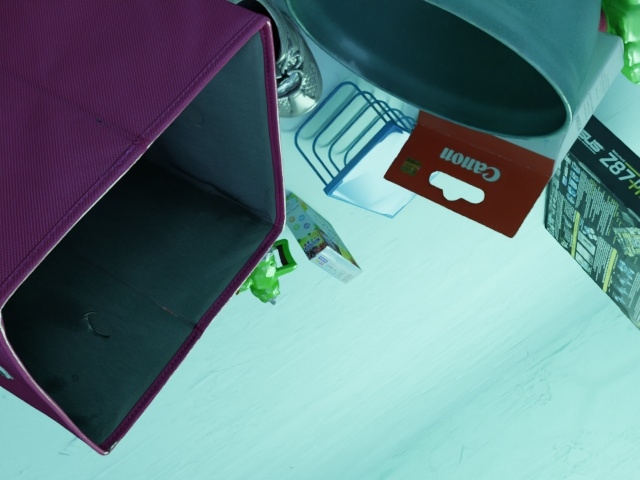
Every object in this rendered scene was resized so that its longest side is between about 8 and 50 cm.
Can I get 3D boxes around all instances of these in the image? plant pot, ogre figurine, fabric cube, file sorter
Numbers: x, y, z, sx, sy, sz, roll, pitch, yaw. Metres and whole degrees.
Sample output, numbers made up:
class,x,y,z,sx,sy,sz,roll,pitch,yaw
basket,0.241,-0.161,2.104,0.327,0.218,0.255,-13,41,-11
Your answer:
class,x,y,z,sx,sy,sz,roll,pitch,yaw
plant pot,0.138,-0.251,0.747,0.196,0.293,0.293,-64,151,-4
ogre figurine,-0.094,0.008,1.024,0.097,0.118,0.197,-18,147,-30
fabric cube,-0.203,-0.045,0.578,0.259,0.258,0.254,-54,163,-26
file sorter,0.067,-0.117,1.020,0.118,0.104,0.170,-45,151,19

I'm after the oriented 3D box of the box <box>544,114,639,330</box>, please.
class,x,y,z,sx,sy,sz,roll,pitch,yaw
box,0.563,-0.021,1.493,0.097,0.318,0.395,-33,152,-3

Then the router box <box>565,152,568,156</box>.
class,x,y,z,sx,sy,sz,roll,pitch,yaw
router box,0.346,-0.182,1.241,0.038,0.092,0.122,-37,152,3

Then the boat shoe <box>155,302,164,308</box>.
class,x,y,z,sx,sy,sz,roll,pitch,yaw
boat shoe,-0.261,0.018,0.842,0.356,0.132,0.130,-19,148,-31

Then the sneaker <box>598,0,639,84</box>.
class,x,y,z,sx,sy,sz,roll,pitch,yaw
sneaker,0.374,-0.316,0.812,0.202,0.185,0.483,-24,163,9

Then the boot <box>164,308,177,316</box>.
class,x,y,z,sx,sy,sz,roll,pitch,yaw
boot,-0.222,0.128,1.141,0.085,0.059,0.158,-20,148,-36

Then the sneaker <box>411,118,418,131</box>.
class,x,y,z,sx,sy,sz,roll,pitch,yaw
sneaker,0.226,-0.206,1.097,0.132,0.086,0.228,-18,159,-38

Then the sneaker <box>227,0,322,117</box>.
class,x,y,z,sx,sy,sz,roll,pitch,yaw
sneaker,-0.068,-0.178,0.762,0.105,0.115,0.281,-40,152,10

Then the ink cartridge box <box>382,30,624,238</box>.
class,x,y,z,sx,sy,sz,roll,pitch,yaw
ink cartridge box,0.192,-0.143,0.870,0.232,0.189,0.066,-54,144,-9

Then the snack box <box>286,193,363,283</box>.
class,x,y,z,sx,sy,sz,roll,pitch,yaw
snack box,0.000,0.000,1.134,0.037,0.100,0.141,-38,153,8
